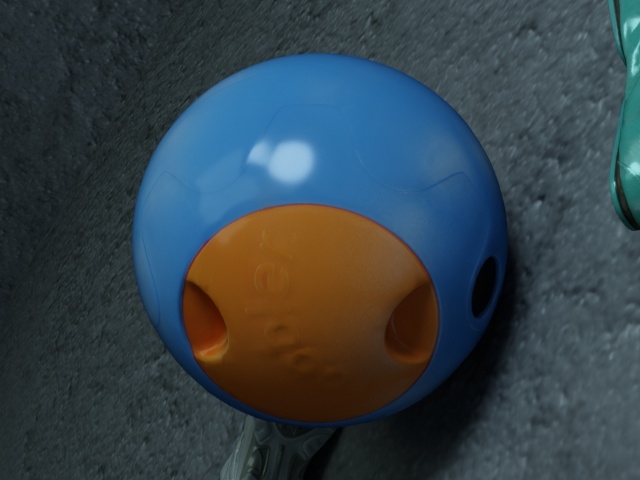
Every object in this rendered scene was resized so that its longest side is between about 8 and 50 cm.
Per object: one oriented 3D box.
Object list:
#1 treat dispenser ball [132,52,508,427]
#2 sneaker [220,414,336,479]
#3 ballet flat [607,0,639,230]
[{"bbox_3d":[0.000,0.000,0.964,0.288,0.288,0.288,-50,25,34],"label":"treat dispenser ball"},{"bbox_3d":[-0.048,0.188,1.156,0.115,0.090,0.232,-16,51,68],"label":"sneaker"},{"bbox_3d":[0.242,-0.112,0.832,0.087,0.083,0.247,-17,47,31],"label":"ballet flat"}]
